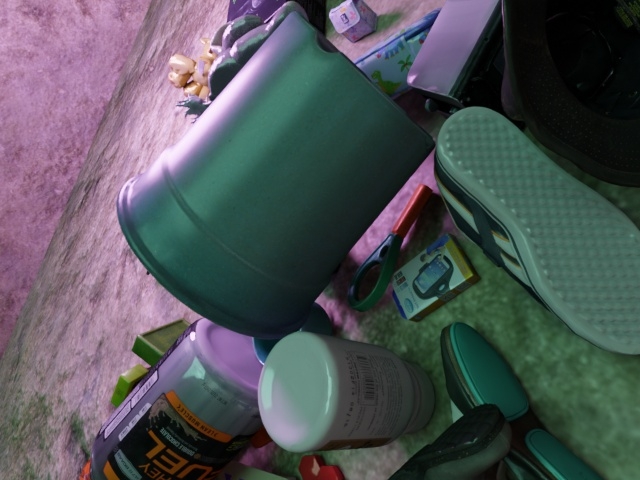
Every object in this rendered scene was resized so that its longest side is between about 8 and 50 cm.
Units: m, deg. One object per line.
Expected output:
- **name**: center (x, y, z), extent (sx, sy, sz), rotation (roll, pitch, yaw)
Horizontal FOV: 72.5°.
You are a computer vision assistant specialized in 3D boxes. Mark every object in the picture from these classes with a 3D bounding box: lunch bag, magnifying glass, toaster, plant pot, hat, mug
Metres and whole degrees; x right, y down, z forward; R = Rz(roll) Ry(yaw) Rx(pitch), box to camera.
- **lunch bag**: center (0.068, -0.471, 0.929), extent (0.071, 0.083, 0.053), rotation (-7, 69, 44)
- **magnifying glass**: center (0.112, 0.012, 0.711), extent (0.231, 0.026, 0.092), rotation (-58, 18, 2)
- **toaster**: center (0.230, -0.241, 0.601), extent (0.110, 0.168, 0.186), rotation (35, 100, 48)
- **plant pot**: center (-0.042, -0.099, 0.625), extent (0.334, 0.341, 0.341), rotation (-46, 46, 19)
- **hat**: center (0.282, -0.206, 0.476), extent (0.134, 0.331, 0.331), rotation (166, 119, -70)
- **lunch bag**: center (0.129, -0.300, 0.742), extent (0.219, 0.090, 0.176), rotation (-17, 20, 41)
- **mug**: center (-0.048, 0.157, 0.779), extent (0.129, 0.097, 0.158), rotation (-53, 43, 18)

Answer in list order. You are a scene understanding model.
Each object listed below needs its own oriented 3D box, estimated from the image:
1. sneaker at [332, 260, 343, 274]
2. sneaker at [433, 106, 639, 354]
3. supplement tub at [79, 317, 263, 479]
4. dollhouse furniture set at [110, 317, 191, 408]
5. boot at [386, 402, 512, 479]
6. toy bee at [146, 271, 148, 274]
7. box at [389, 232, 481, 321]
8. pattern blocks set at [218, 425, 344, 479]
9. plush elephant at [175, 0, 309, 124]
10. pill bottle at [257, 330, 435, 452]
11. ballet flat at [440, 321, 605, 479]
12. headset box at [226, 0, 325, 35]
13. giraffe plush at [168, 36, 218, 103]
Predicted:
- **sneaker**: center (0.001, 0.000, 0.820), extent (0.084, 0.058, 0.152), rotation (-30, 58, 42)
- **sneaker**: center (0.259, -0.013, 0.524), extent (0.126, 0.127, 0.321), rotation (-33, 73, -1)
- **supplement tub**: center (-0.239, 0.317, 0.750), extent (0.338, 0.207, 0.207), rotation (-49, 44, 6)
- **dollhouse furniture set**: center (-0.281, 0.346, 0.966), extent (0.301, 0.151, 0.198), rotation (29, 103, 19)
- **boot**: center (0.168, 0.278, 0.446), extent (0.161, 0.083, 0.247), rotation (48, 145, 25)
- **toy bee**: center (-0.263, -0.010, 1.061), extent (0.298, 0.162, 0.195), rotation (-63, 9, -13)
- **box**: center (0.161, 0.061, 0.654), extent (0.136, 0.028, 0.081), rotation (-41, 48, 25)
- **pattern blocks set**: center (-0.113, 0.466, 0.750), extent (0.324, 0.026, 0.286), rotation (4, 77, 39)
- **plush elephant**: center (-0.131, -0.370, 0.982), extent (0.329, 0.272, 0.255), rotation (-7, 37, 19)
- **pill bottle**: center (0.045, 0.198, 0.565), extent (0.131, 0.229, 0.131), rotation (-20, 60, 40)
- **ballet flat**: center (0.210, 0.224, 0.492), extent (0.280, 0.095, 0.096), rotation (57, 131, 43)
- **headset box**: center (-0.129, -0.590, 1.149), extent (0.283, 0.131, 0.246), rotation (-18, 61, 42)
- **giraffe plush**: center (-0.350, -0.546, 1.357), extent (0.210, 0.181, 0.171), rotation (-18, 40, 53)
